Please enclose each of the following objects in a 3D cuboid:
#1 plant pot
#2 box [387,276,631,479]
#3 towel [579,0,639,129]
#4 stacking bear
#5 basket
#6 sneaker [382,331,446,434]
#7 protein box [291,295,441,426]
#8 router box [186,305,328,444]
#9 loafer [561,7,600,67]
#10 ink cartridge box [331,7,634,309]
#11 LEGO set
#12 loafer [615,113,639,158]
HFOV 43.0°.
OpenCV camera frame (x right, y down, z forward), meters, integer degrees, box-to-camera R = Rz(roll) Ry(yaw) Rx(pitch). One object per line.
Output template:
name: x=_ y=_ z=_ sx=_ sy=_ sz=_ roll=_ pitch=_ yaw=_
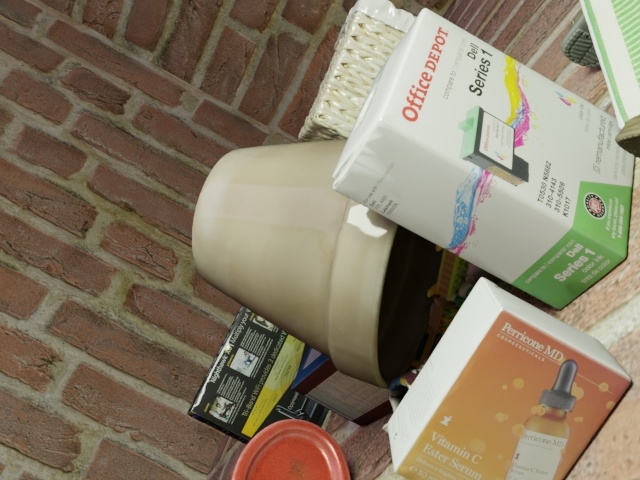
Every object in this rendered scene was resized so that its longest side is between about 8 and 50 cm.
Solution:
plant pot: x=0.000 y=0.000 z=1.058 sx=0.323 sy=0.280 sz=0.323 roll=12 pitch=-90 yaw=-69
box: x=0.157 y=0.142 z=0.708 sx=0.171 sy=0.130 sz=0.091 roll=-61 pitch=6 yaw=13
towel: x=0.381 y=-0.276 z=0.786 sx=0.325 sy=0.038 sz=0.248 roll=130 pitch=142 yaw=-53
stacking bear: x=-0.073 y=0.420 z=1.269 sx=0.164 sy=0.175 sz=0.289 roll=-71 pitch=4 yaw=-46
basket: x=0.150 y=-0.276 z=1.647 sx=0.267 sy=0.331 sz=0.328 roll=-64 pitch=6 yaw=-3
sneaker: x=0.130 y=0.171 z=0.994 sx=0.070 sy=0.083 sz=0.186 roll=-55 pitch=9 yaw=43
protein box: x=0.077 y=0.151 z=1.258 sx=0.200 sy=0.136 sz=0.201 roll=-65 pitch=7 yaw=-29
router box: x=-0.085 y=0.257 z=1.611 sx=0.309 sy=0.242 sz=0.081 roll=-63 pitch=7 yaw=-21
loafer: x=0.386 y=-0.319 z=1.016 sx=0.251 sy=0.094 sz=0.087 roll=131 pitch=161 yaw=-63
ink cartridge box: x=0.178 y=-0.088 z=0.856 sx=0.117 sy=0.278 sz=0.201 roll=-54 pitch=10 yaw=50
LEGO set: x=0.225 y=0.012 z=1.037 sx=0.132 sy=0.107 sz=0.287 roll=7 pitch=-69 yaw=-60
loafer: x=0.333 y=-0.109 z=0.747 sx=0.050 sy=0.056 sz=0.148 roll=-62 pitch=16 yaw=-13
